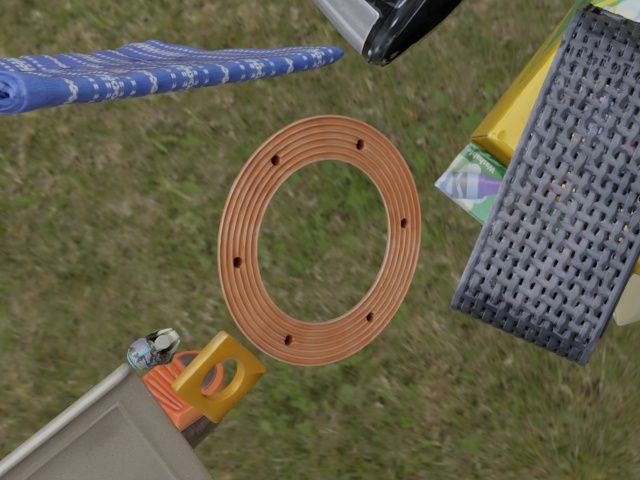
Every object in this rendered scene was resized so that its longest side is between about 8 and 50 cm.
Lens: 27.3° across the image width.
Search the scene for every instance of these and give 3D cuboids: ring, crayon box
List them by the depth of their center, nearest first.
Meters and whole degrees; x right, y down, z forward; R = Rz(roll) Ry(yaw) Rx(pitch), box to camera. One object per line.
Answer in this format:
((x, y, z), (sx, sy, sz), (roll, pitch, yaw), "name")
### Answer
((0.282, -0.113, 1.168), (0.203, 0.083, 0.323), (38, 89, -6), "crayon box")
((0.000, 0.000, 1.750), (0.032, 0.337, 0.336), (14, 80, 53), "ring")

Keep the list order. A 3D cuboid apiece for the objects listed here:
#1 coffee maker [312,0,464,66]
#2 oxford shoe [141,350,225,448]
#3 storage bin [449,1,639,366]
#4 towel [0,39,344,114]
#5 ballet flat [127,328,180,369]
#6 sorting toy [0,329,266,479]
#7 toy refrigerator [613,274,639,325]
((0.002, -0.172, 0.447), (0.178, 0.171, 0.120), (39, 58, 7), "coffee maker")
((-0.268, 0.303, 1.801), (0.364, 0.132, 0.130), (-33, 48, -25), "oxford shoe")
((0.151, -0.034, 0.748), (0.084, 0.122, 0.180), (24, 107, 9), "storage bin")
((-0.180, -0.140, 1.058), (0.243, 0.336, 0.040), (7, 106, 41), "towel")
((-0.171, 0.114, 1.418), (0.041, 0.114, 0.041), (1, 95, 11), "ballet flat")
((-0.188, 0.199, 1.042), (0.348, 0.196, 0.047), (-38, 45, -13), "sorting toy")
((0.397, -0.014, 1.732), (0.094, 0.269, 0.102), (-19, 47, 1), "toy refrigerator")
